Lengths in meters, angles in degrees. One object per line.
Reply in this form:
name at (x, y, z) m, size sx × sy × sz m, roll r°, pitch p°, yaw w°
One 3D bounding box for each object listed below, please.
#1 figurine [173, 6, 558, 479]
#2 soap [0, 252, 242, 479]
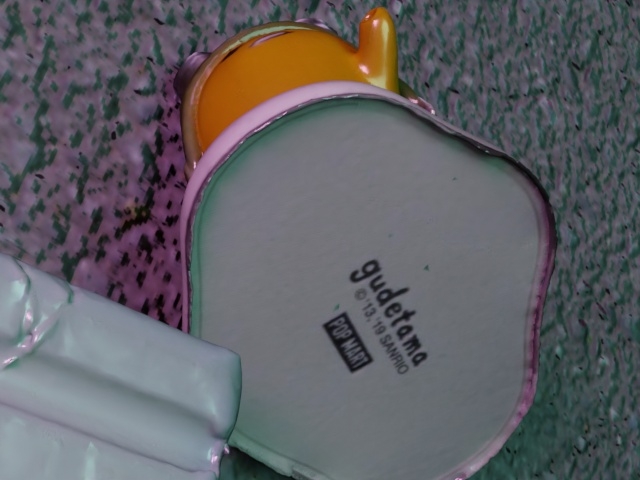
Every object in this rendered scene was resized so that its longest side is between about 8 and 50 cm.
figurine at (0.000, 0.000, 0.579) m, size 0.166 × 0.141 × 0.250 m, roll -25°, pitch 133°, yaw -10°
soap at (-0.172, 0.072, 0.391) m, size 0.289 × 0.095 × 0.173 m, roll 27°, pitch 64°, yaw -34°
